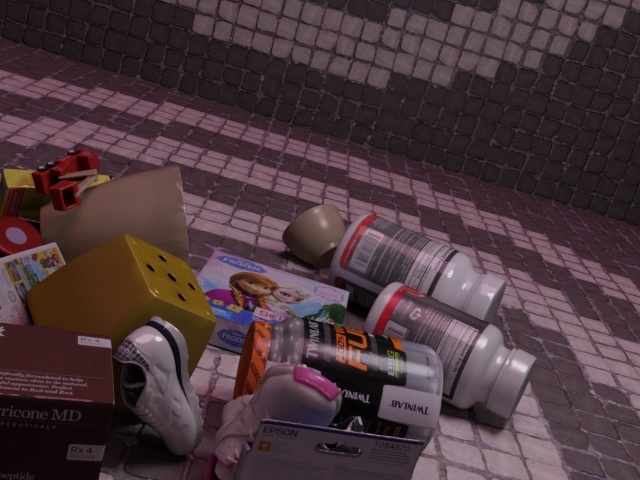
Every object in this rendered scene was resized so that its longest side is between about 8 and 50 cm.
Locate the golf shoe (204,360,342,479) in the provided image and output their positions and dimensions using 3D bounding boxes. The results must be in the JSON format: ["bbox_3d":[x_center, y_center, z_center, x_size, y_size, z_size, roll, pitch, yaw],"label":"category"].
[{"bbox_3d":[-0.069,0.263,1.117,0.115,0.306,0.140,33,54,-7],"label":"golf shoe"}]

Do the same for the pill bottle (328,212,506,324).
[{"bbox_3d":[0.219,0.096,1.896,0.362,0.210,0.210,25,21,19],"label":"pill bottle"}]

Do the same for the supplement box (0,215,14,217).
[{"bbox_3d":[-0.661,-0.007,1.635,0.130,0.073,0.239,1,24,-40],"label":"supplement box"}]

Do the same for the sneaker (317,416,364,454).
[{"bbox_3d":[0.061,0.333,1.199,0.234,0.153,0.094,21,21,11],"label":"sneaker"}]

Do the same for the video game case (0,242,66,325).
[{"bbox_3d":[-0.443,0.129,1.300,0.227,0.026,0.206,65,27,-1],"label":"video game case"}]

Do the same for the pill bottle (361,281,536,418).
[{"bbox_3d":[0.249,0.220,1.633,0.318,0.176,0.176,25,21,20],"label":"pill bottle"}]

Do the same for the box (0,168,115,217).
[{"bbox_3d":[-0.539,-0.093,1.714,0.232,0.087,0.058,3,43,-36],"label":"box"}]

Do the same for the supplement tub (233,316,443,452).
[{"bbox_3d":[0.026,0.238,1.371,0.315,0.194,0.193,13,20,-11],"label":"supplement tub"}]

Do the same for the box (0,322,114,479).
[{"bbox_3d":[-0.359,0.234,1.039,0.168,0.203,0.167,9,21,-19],"label":"box"}]

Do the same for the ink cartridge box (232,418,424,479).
[{"bbox_3d":[-0.003,0.323,1.069,0.223,0.224,0.045,12,20,-16],"label":"ink cartridge box"}]

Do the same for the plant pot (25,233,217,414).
[{"bbox_3d":[-0.287,0.119,1.275,0.212,0.187,0.212,32,19,-48],"label":"plant pot"}]

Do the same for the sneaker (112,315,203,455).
[{"bbox_3d":[-0.234,0.222,1.178,0.090,0.235,0.095,12,36,33],"label":"sneaker"}]

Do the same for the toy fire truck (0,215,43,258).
[{"bbox_3d":[-0.537,0.111,1.341,0.302,0.169,0.254,-10,59,-54],"label":"toy fire truck"}]

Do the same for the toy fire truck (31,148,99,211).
[{"bbox_3d":[-0.483,-0.123,1.622,0.135,0.047,0.192,9,31,27],"label":"toy fire truck"}]

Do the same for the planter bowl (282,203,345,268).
[{"bbox_3d":[0.000,0.000,2.085,0.162,0.162,0.109,-6,55,-48],"label":"planter bowl"}]

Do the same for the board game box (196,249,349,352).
[{"bbox_3d":[-0.109,0.142,1.706,0.318,0.066,0.318,17,19,0],"label":"board game box"}]

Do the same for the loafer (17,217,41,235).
[{"bbox_3d":[-0.562,-0.048,1.807,0.251,0.087,0.094,11,20,-18],"label":"loafer"}]

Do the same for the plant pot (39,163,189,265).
[{"bbox_3d":[-0.412,-0.016,1.670,0.273,0.257,0.256,-5,24,-12],"label":"plant pot"}]
